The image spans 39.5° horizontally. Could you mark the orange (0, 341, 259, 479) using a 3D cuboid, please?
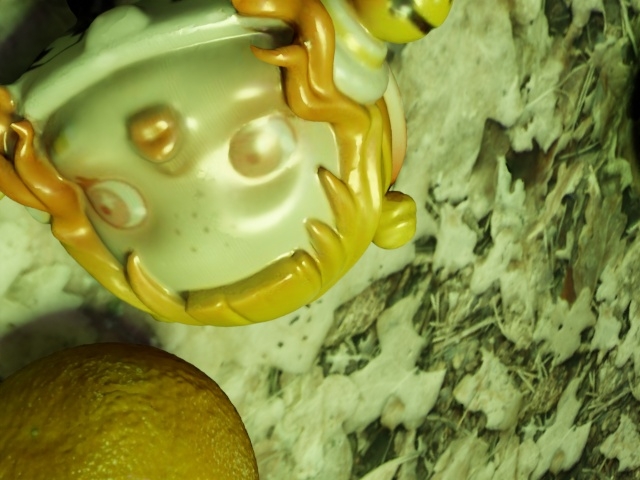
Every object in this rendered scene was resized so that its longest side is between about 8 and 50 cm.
[{"bbox_3d":[-0.133,0.164,0.563,0.206,0.206,0.206,-17,117,-36],"label":"orange"}]

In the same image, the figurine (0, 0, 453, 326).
[{"bbox_3d":[-0.072,-0.085,0.514,0.320,0.196,0.323,-17,118,13],"label":"figurine"}]
